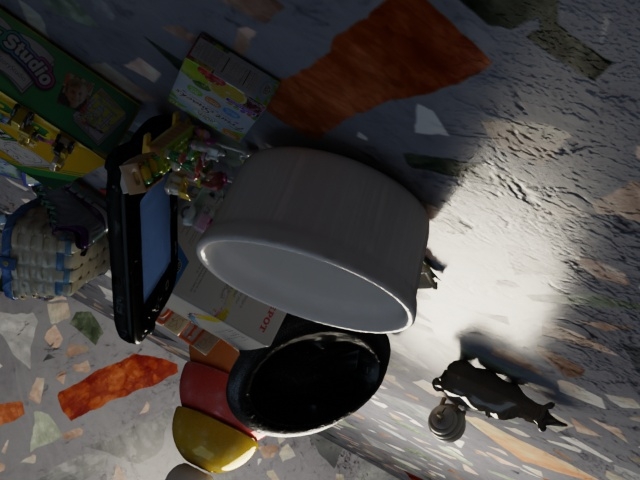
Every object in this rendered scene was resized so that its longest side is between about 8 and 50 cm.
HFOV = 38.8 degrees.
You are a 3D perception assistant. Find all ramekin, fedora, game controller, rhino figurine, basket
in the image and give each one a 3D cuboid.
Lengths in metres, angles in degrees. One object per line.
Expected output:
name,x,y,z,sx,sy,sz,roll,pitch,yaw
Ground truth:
ramekin,0.000,0.000,1.113,0.277,0.135,0.277,17,162,6
fedora,-0.039,0.218,1.718,0.334,0.334,0.152,43,-173,-42
game controller,-0.236,-0.012,1.242,0.067,0.166,0.319,19,130,15
rhino figurine,0.319,0.280,1.602,0.243,0.073,0.106,23,165,8
basket,-0.600,0.011,1.875,0.289,0.201,0.255,16,-159,12

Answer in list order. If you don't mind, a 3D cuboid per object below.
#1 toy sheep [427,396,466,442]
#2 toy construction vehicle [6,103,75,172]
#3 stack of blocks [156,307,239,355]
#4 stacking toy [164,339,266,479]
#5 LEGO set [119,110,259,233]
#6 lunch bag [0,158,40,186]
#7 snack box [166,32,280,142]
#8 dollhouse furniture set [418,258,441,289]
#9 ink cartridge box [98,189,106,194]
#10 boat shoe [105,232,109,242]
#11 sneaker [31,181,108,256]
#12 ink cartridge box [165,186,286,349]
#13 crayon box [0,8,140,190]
toy sheep,0.272,0.390,1.961,0.091,0.091,0.132,14,159,36
toy construction vehicle,-0.363,-0.126,1.169,0.086,0.035,0.098,30,159,-11
stack of blocks,-0.196,0.124,1.724,0.087,0.171,0.297,34,173,46
stacking toy,-0.235,0.409,2.108,0.350,0.480,0.350,25,163,8
LEGO set,-0.146,-0.086,1.144,0.107,0.132,0.287,17,174,9
lunch bag,-0.498,-0.152,1.554,0.151,0.096,0.129,16,163,-13
snack box,-0.111,-0.165,1.014,0.100,0.037,0.141,32,163,-10
dollhouse furniture set,0.096,0.032,1.302,0.151,0.059,0.076,-5,141,27
ink cartridge box,-0.373,-0.055,1.737,0.115,0.029,0.063,37,161,-30
boat shoe,-0.366,0.034,1.893,0.098,0.096,0.277,41,156,42
sneaker,-0.502,-0.072,1.725,0.223,0.098,0.083,43,152,-15
ink cartridge box,-0.166,0.054,1.502,0.232,0.171,0.168,32,162,-14
crayon box,-0.468,-0.222,1.265,0.363,0.106,0.313,34,162,-22
